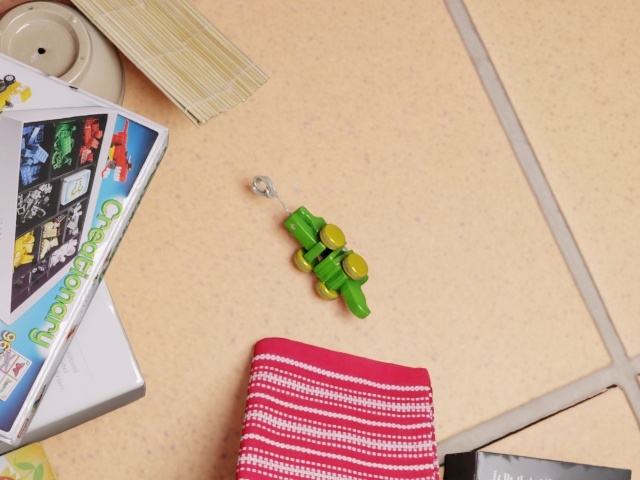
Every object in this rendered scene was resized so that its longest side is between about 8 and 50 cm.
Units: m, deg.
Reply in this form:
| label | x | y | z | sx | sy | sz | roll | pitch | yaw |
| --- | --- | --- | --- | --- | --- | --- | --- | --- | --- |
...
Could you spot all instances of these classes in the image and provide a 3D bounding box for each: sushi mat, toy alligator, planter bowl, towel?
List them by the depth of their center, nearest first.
| label | x | y | z | sx | sy | sz | roll | pitch | yaw |
| --- | --- | --- | --- | --- | --- | --- | --- | --- | --- |
| towel | 0.022 | 0.196 | 1.066 | 0.199 | 0.275 | 0.031 | 13 | 121 | -6 |
| planter bowl | -0.284 | -0.181 | 1.148 | 0.162 | 0.109 | 0.162 | 2 | 78 | -9 |
| sushi mat | -0.199 | -0.253 | 1.183 | 0.316 | 0.019 | 0.151 | 44 | 35 | 2 |
| toy alligator | 0.000 | 0.000 | 1.187 | 0.189 | 0.056 | 0.051 | 52 | 33 | 5 |

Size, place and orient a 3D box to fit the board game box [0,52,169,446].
| label | x | y | z | sx | sy | sz | roll | pitch | yaw |
| --- | --- | --- | --- | --- | --- | --- | --- | --- | --- |
| board game box | -0.283 | 0.000 | 0.963 | 0.193 | 0.053 | 0.305 | 25 | 74 | -1 |

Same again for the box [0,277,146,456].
| label | x | y | z | sx | sy | sz | roll | pitch | yaw |
| --- | --- | --- | --- | --- | --- | --- | --- | --- | --- |
| box | -0.363 | 0.110 | 1.040 | 0.345 | 0.168 | 0.215 | -21 | 81 | -13 |

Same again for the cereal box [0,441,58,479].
| label | x | y | z | sx | sy | sz | roll | pitch | yaw |
| --- | --- | --- | --- | --- | --- | --- | --- | --- | --- |
| cereal box | -0.330 | 0.302 | 0.982 | 0.240 | 0.047 | 0.173 | -20 | 64 | -21 |

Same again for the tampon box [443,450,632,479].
| label | x | y | z | sx | sy | sz | roll | pitch | yaw |
| --- | --- | --- | --- | --- | --- | --- | --- | --- | --- |
| tampon box | 0.213 | 0.274 | 1.122 | 0.161 | 0.120 | 0.101 | 9 | 76 | -7 |
